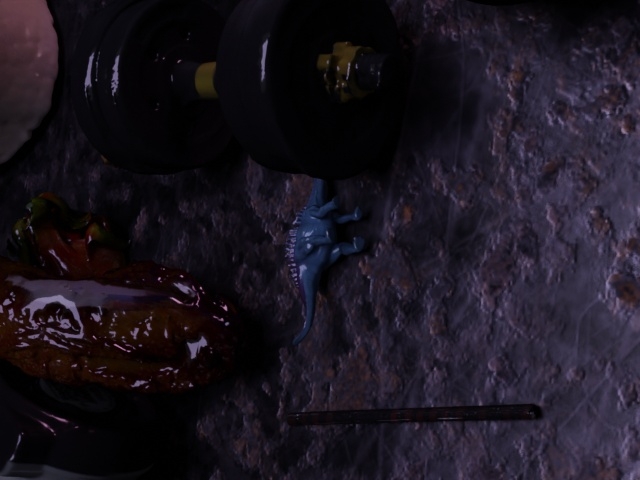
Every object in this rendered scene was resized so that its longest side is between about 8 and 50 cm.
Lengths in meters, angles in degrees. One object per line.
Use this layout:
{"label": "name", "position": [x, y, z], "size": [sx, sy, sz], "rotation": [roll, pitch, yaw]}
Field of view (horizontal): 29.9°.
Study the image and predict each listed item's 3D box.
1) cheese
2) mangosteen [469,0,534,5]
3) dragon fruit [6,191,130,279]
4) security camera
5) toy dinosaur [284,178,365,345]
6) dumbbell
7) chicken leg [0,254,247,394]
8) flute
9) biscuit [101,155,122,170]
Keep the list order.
{"label": "cheese", "position": [-0.482, -0.224, 1.535], "size": [0.292, 0.153, 0.332], "rotation": [-53, 49, 20]}
{"label": "mangosteen", "position": [0.138, -0.330, 0.899], "size": [0.300, 0.300, 0.300], "rotation": [-12, 72, 41]}
{"label": "dragon fruit", "position": [-0.282, 0.025, 1.328], "size": [0.138, 0.175, 0.142], "rotation": [-25, 33, 26]}
{"label": "security camera", "position": [-0.290, 0.271, 1.211], "size": [0.197, 0.191, 0.277], "rotation": [35, 106, 47]}
{"label": "toy dinosaur", "position": [0.000, 0.000, 1.106], "size": [0.080, 0.045, 0.197], "rotation": [-16, 62, 53]}
{"label": "dumbbell", "position": [-0.081, -0.150, 1.122], "size": [0.388, 0.185, 0.185], "rotation": [5, 83, 44]}
{"label": "chicken leg", "position": [-0.262, 0.054, 1.182], "size": [0.407, 0.096, 0.158], "rotation": [18, 52, 23]}
{"label": "flute", "position": [0.070, 0.150, 1.024], "size": [0.269, 0.014, 0.014], "rotation": [-9, 74, 41]}
{"label": "biscuit", "position": [-0.187, -0.165, 1.325], "size": [0.199, 0.034, 0.064], "rotation": [-48, 52, 25]}
